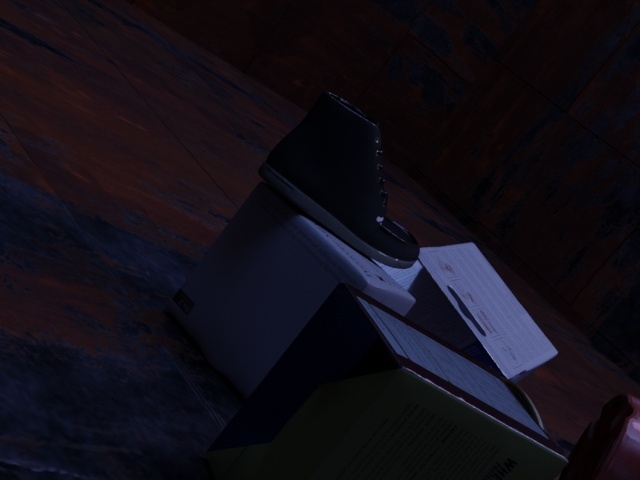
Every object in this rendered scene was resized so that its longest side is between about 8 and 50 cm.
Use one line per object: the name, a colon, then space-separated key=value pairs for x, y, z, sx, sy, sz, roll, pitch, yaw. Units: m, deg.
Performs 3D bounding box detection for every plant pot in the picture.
plant pot: x=0.475 y=0.358 z=1.401 sx=0.265 sy=0.272 sz=0.272 roll=30 pitch=11 yaw=4

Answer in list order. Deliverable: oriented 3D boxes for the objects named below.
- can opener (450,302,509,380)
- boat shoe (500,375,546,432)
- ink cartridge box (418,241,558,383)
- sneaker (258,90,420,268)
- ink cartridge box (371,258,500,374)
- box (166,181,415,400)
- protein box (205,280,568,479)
can opener: x=0.211 y=0.152 z=1.771 sx=0.095 sy=0.076 sz=0.283 roll=-18 pitch=37 yaw=-36
boat shoe: x=0.292 y=0.257 z=1.627 sx=0.073 sy=0.080 sz=0.223 roll=28 pitch=8 yaw=-33
ink cartridge box: x=0.189 y=0.091 z=1.271 sx=0.189 sy=0.066 sz=0.232 roll=54 pitch=26 yaw=14
sneaker: x=0.052 y=-0.058 z=1.102 sx=0.222 sy=0.118 sz=0.083 roll=32 pitch=11 yaw=-35
ink cartridge box: x=0.061 y=0.088 z=1.300 sx=0.185 sy=0.065 sz=0.311 roll=-23 pitch=63 yaw=-31
box: x=-0.033 y=0.068 z=1.107 sx=0.181 sy=0.182 sz=0.119 roll=44 pitch=12 yaw=29
protein box: x=0.052 y=0.181 z=0.870 sx=0.201 sy=0.200 sz=0.136 roll=31 pitch=13 yaw=-31
